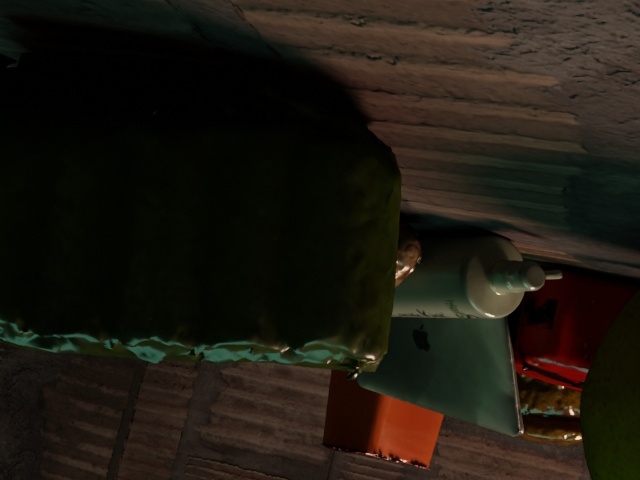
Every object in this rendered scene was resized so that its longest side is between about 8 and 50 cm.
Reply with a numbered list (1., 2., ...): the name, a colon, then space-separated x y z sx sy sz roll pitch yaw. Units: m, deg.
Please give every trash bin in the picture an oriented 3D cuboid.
1. trash bin: 0.104 0.174 1.519 0.161 0.239 0.184 19 166 -32

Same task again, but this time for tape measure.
1. tape measure: 0.332 0.117 1.268 0.253 0.114 0.260 13 170 6

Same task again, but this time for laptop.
1. laptop: 0.120 0.112 1.325 0.015 0.188 0.269 -24 -158 -35

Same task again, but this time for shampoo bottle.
1. shampoo bottle: 0.127 0.038 1.179 0.085 0.085 0.262 19 168 -31

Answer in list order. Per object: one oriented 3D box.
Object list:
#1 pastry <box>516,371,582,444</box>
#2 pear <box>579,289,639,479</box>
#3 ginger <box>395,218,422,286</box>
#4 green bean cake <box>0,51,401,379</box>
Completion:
1. pastry: 0.309 0.188 1.520 0.240 0.132 0.235 19 -168 42
2. pear: 0.356 0.154 0.954 0.294 0.294 0.294 13 170 2
3. ginger: 0.000 0.000 1.145 0.204 0.080 0.104 14 165 6
4. green bean cake: -0.095 -0.011 0.893 0.319 0.218 0.335 6 177 -3
